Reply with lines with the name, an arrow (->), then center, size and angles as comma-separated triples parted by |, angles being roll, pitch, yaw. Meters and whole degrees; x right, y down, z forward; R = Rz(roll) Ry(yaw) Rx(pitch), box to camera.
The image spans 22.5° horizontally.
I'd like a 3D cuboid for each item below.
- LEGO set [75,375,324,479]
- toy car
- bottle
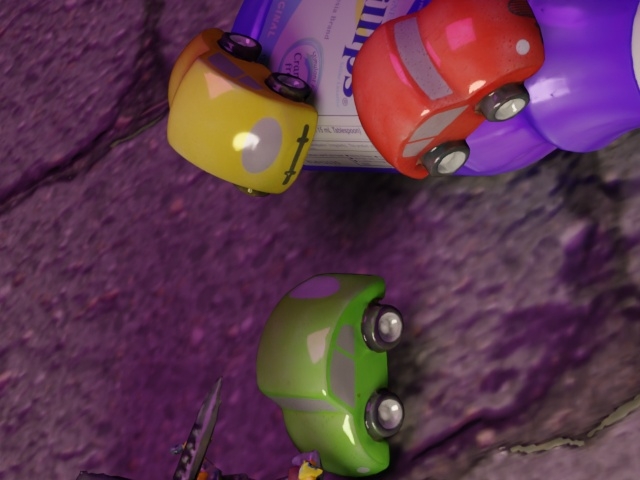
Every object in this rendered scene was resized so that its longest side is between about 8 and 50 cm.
LEGO set -> -0.117, 0.223, 0.664 | 0.255, 0.192, 0.331 | -5, 59, 44
toy car -> 0.000, 0.000, 0.746 | 0.239, 0.053, 0.225 | -1, 90, 47
bottle -> 0.072, -0.090, 0.781 | 0.283, 0.092, 0.118 | 6, 73, 48
